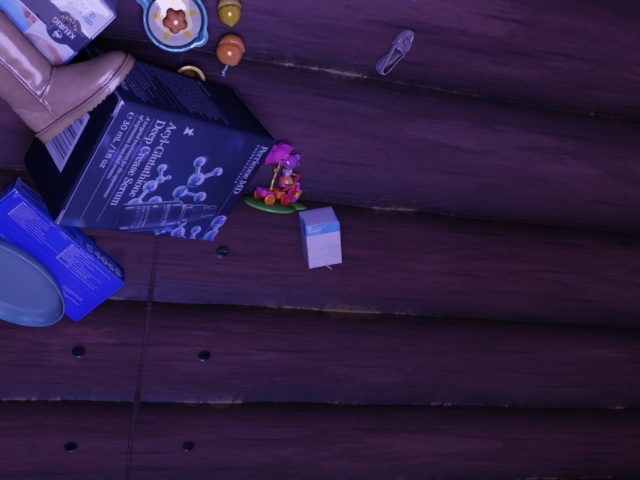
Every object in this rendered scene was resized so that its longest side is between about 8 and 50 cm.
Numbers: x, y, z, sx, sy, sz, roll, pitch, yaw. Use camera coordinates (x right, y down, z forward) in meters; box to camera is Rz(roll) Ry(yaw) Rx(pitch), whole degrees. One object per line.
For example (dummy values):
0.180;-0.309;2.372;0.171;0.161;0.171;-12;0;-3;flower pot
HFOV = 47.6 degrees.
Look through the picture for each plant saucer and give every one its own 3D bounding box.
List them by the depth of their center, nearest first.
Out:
-0.737;0.088;1.686;0.317;0.044;0.318;10;138;9;plant saucer

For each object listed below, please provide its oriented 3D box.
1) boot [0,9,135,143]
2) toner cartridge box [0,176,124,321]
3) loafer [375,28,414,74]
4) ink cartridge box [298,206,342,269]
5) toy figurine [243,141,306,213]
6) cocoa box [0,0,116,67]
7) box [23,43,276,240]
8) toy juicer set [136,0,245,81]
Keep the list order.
-0.475;-0.313;1.179;0.236;0.089;0.269;-37;121;8;boot
-0.649;0.027;1.732;0.165;0.075;0.348;-37;121;6;toner cartridge box
0.182;-0.443;1.720;0.045;0.039;0.125;32;106;-27;loafer
0.000;0.000;1.884;0.089;0.092;0.143;-9;120;-10;ink cartridge box
-0.091;-0.160;1.773;0.173;0.130;0.159;0;110;-40;toy figurine
-0.534;-0.459;1.336;0.228;0.347;0.231;-39;121;9;cocoa box
-0.348;-0.186;1.509;0.395;0.212;0.294;6;127;-49;box
-0.276;-0.487;1.542;0.209;0.089;0.329;-26;121;0;toy juicer set
